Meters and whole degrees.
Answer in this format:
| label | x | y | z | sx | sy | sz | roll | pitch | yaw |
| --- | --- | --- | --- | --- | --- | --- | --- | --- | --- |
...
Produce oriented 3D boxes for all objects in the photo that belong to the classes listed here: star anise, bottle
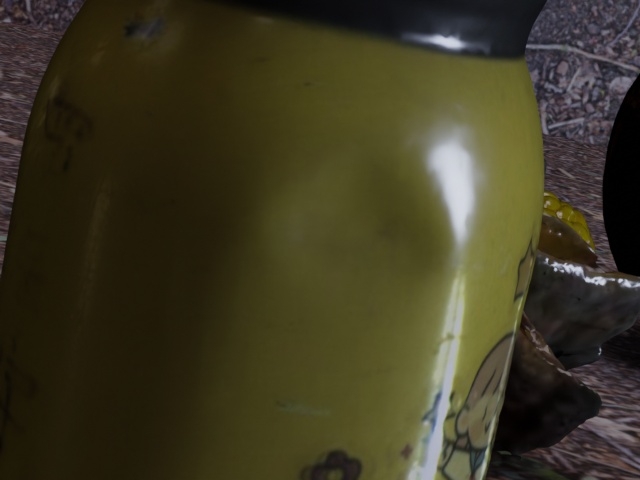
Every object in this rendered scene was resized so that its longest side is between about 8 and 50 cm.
| label | x | y | z | sx | sy | sz | roll | pitch | yaw |
| --- | --- | --- | --- | --- | --- | --- | --- | --- | --- |
| star anise | 0.011 | 0.029 | 0.932 | 0.332 | 0.117 | 0.331 | 6 | 32 | -4 |
| bottle | -0.011 | -0.007 | 0.560 | 0.172 | 0.351 | 0.171 | 12 | 11 | -3 |

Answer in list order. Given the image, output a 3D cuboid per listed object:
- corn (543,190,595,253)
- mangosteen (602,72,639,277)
| label | x | y | z | sx | sy | sz | roll | pitch | yaw |
| --- | --- | --- | --- | --- | --- | --- | --- | --- | --- |
| corn | 0.000 | 0.000 | 1.128 | 0.345 | 0.131 | 0.131 | 11 | 11 | 12 |
| mangosteen | 0.360 | -0.032 | 1.245 | 0.330 | 0.330 | 0.330 | 11 | 11 | -2 |
